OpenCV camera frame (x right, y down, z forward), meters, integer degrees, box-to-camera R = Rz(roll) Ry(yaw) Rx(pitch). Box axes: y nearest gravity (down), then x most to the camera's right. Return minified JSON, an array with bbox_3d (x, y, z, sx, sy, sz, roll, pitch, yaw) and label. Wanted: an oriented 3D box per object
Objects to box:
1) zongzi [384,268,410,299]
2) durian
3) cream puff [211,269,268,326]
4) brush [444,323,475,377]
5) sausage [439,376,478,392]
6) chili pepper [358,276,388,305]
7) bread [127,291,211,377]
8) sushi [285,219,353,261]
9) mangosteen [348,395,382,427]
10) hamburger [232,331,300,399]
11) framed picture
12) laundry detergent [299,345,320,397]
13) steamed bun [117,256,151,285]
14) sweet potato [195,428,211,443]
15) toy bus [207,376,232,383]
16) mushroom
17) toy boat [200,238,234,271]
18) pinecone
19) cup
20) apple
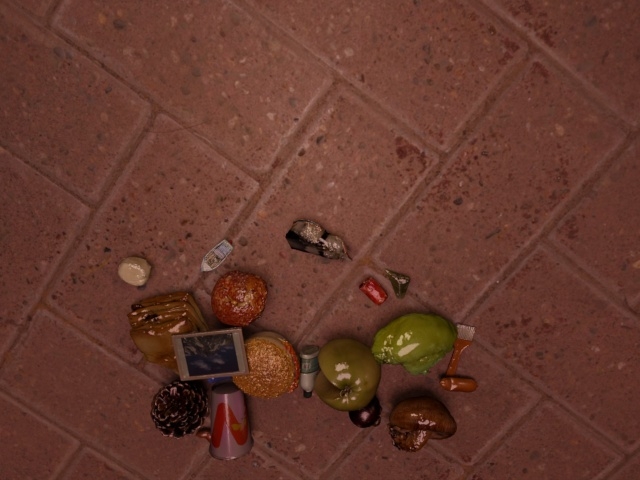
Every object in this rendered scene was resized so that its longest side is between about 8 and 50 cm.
[{"bbox_3d":[0.301,0.180,1.768,0.114,0.052,0.103,19,110,11],"label":"zongzi"},{"bbox_3d":[0.388,0.410,1.753,0.340,0.204,0.255,-39,113,2],"label":"durian"},{"bbox_3d":[-0.325,0.225,1.717,0.240,0.239,0.164,-7,147,4],"label":"cream puff"},{"bbox_3d":[0.579,0.503,1.849,0.090,0.017,0.314,13,105,-1],"label":"brush"},{"bbox_3d":[0.590,0.619,1.849,0.183,0.054,0.062,5,77,-9],"label":"sausage"},{"bbox_3d":[0.219,0.211,1.767,0.123,0.073,0.070,46,143,-6],"label":"chili pepper"},{"bbox_3d":[-0.619,0.416,1.793,0.315,0.191,0.369,-14,105,5],"label":"bread"},{"bbox_3d":[0.009,-0.003,1.704,0.273,0.134,0.109,15,73,9],"label":"sushi"},{"bbox_3d":[0.198,0.732,1.852,0.153,0.152,0.152,1,104,2],"label":"mangosteen"},{"bbox_3d":[-0.231,0.523,1.805,0.295,0.179,0.275,-2,105,3],"label":"hamburger"},{"bbox_3d":[-0.431,0.448,1.698,0.282,0.019,0.208,-8,105,2],"label":"framed picture"},{"bbox_3d":[-0.050,0.573,1.856,0.070,0.099,0.225,12,107,36],"label":"laundry detergent"},{"bbox_3d":[-0.763,0.125,1.777,0.130,0.091,0.112,19,108,-5],"label":"steamed bun"},{"bbox_3d":[-0.474,0.914,1.978,0.202,0.058,0.055,21,125,-3],"label":"sweet potato"},{"bbox_3d":[-0.420,0.582,1.889,0.153,0.061,0.051,-18,97,11],"label":"toy bus"},{"bbox_3d":[0.415,0.768,1.827,0.283,0.195,0.263,-34,136,14],"label":"mushroom"},{"bbox_3d":[-0.426,0.066,1.763,0.173,0.059,0.069,-42,98,11],"label":"toy boat"},{"bbox_3d":[-0.595,0.708,1.819,0.247,0.292,0.246,3,64,-7],"label":"pinecone"},{"bbox_3d":[-0.395,0.764,1.869,0.203,0.203,0.288,-1,100,3],"label":"cup"},{"bbox_3d":[0.104,0.547,1.760,0.292,0.254,0.291,0,107,1],"label":"apple"}]
